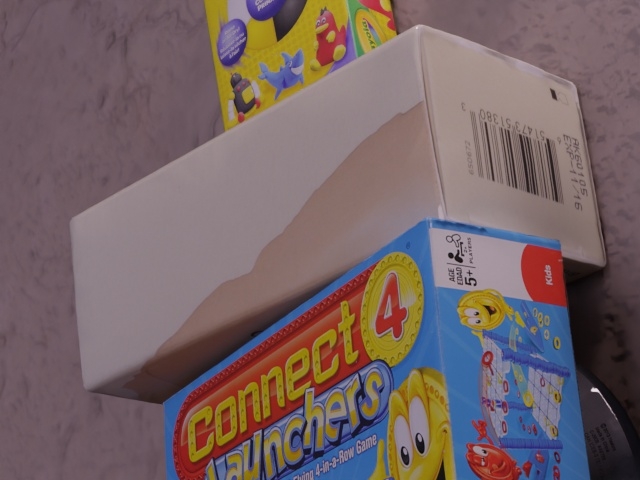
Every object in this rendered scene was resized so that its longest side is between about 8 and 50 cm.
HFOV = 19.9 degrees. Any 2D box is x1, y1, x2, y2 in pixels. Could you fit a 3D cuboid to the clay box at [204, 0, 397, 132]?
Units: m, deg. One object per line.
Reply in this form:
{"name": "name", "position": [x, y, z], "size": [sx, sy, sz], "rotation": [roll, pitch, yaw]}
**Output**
{"name": "clay box", "position": [-0.020, -0.169, 1.224], "size": [0.127, 0.053, 0.222], "rotation": [-31, 59, 37]}

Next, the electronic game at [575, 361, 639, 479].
{"name": "electronic game", "position": [0.101, 0.172, 1.007], "size": [0.229, 0.048, 0.229], "rotation": [-21, 64, 51]}

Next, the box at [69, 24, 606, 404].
{"name": "box", "position": [0.000, 0.000, 1.092], "size": [0.311, 0.148, 0.121], "rotation": [-27, 61, 41]}

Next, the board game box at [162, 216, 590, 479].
{"name": "board game box", "position": [0.023, 0.186, 0.984], "size": [0.308, 0.086, 0.302], "rotation": [-37, 50, 50]}
